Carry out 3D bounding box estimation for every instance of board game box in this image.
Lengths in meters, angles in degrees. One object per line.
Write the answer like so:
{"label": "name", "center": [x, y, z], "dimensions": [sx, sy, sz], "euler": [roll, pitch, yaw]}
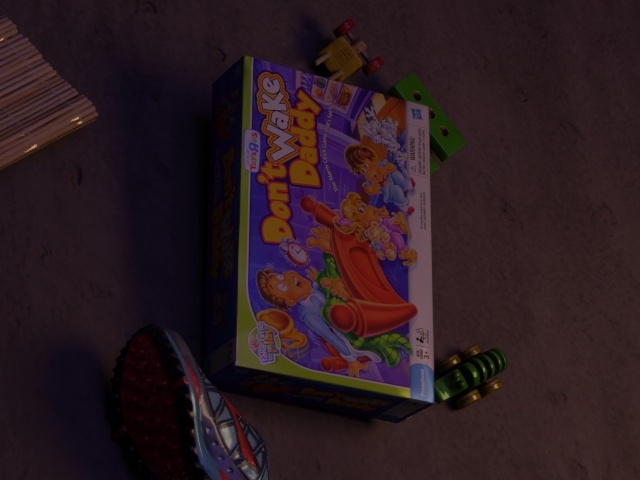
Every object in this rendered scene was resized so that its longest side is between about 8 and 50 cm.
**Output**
{"label": "board game box", "center": [0.000, 0.000, 1.894], "dimensions": [0.233, 0.078, 0.347], "euler": [13, 64, -27]}

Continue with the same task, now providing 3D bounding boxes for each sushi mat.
{"label": "sushi mat", "center": [-0.365, -0.118, 1.744], "dimensions": [0.151, 0.019, 0.316], "euler": [43, 43, 11]}

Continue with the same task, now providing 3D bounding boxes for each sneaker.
{"label": "sneaker", "center": [-0.112, 0.203, 1.727], "dimensions": [0.125, 0.104, 0.262], "euler": [-6, 71, -59]}

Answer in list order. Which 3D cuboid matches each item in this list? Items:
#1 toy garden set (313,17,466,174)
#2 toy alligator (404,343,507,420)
{"label": "toy garden set", "center": [0.034, -0.130, 2.072], "dimensions": [0.204, 0.049, 0.244], "euler": [52, 45, -2]}
{"label": "toy alligator", "center": [0.154, 0.153, 1.982], "dimensions": [0.189, 0.051, 0.056], "euler": [-21, 77, -44]}
